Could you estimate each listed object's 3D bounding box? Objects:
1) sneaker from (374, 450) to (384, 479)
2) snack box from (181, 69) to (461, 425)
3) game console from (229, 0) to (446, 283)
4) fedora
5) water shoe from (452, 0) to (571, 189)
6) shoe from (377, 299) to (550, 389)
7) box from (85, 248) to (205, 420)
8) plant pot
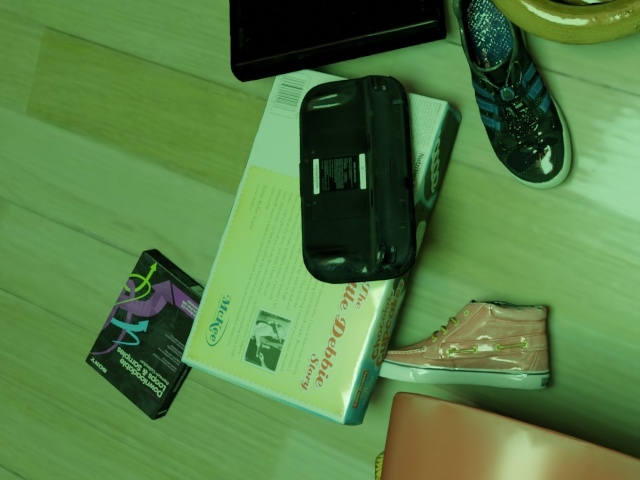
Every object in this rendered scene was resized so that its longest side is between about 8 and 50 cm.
[{"bbox_3d":[0.138,0.340,0.995,0.131,0.112,0.296,-17,86,5],"label":"sneaker"},{"bbox_3d":[0.000,0.000,1.007,0.187,0.060,0.321,18,88,24],"label":"snack box"},{"bbox_3d":[0.016,-0.133,0.966,0.213,0.044,0.361,-8,70,19],"label":"game console"},{"bbox_3d":[0.239,-0.260,0.897,0.195,0.079,0.194,1,94,17],"label":"fedora"},{"bbox_3d":[0.168,-0.140,0.940,0.073,0.080,0.203,-23,84,26],"label":"water shoe"},{"bbox_3d":[0.134,0.097,0.989,0.178,0.063,0.081,1,90,23],"label":"shoe"},{"bbox_3d":[-0.191,0.108,1.163,0.116,0.029,0.162,36,109,19],"label":"box"},{"bbox_3d":[0.156,0.279,0.836,0.275,0.275,0.243,12,79,25],"label":"plant pot"}]
